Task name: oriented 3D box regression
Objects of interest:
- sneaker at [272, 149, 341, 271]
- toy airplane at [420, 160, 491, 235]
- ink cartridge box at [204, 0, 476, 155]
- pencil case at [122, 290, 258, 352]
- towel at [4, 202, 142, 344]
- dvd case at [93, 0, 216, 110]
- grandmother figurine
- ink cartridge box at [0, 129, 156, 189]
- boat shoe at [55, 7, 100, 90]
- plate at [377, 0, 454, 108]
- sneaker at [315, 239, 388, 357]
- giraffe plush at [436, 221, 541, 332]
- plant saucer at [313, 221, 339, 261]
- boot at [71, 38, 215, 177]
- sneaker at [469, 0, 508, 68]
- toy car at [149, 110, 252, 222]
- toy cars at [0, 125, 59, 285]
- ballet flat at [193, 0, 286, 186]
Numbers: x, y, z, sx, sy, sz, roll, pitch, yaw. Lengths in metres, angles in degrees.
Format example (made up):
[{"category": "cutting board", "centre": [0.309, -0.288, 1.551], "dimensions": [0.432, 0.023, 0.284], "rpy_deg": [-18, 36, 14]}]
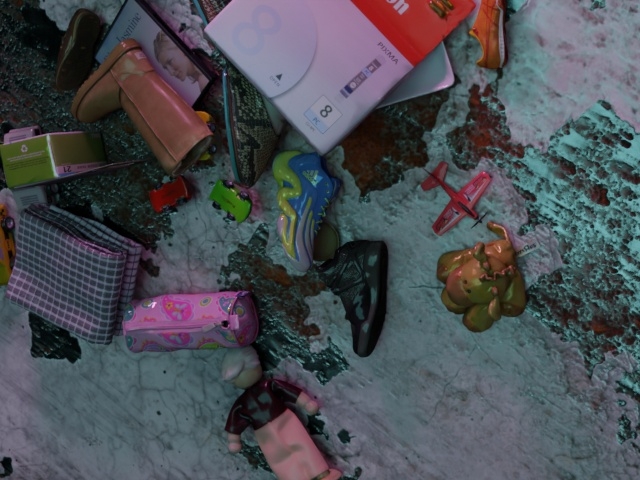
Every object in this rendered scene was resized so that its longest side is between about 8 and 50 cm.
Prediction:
[{"category": "sneaker", "centre": [-0.018, -0.064, 1.861], "dimensions": [0.126, 0.091, 0.240], "rpy_deg": [-12, 85, 18]}, {"category": "toy airplane", "centre": [0.245, -0.084, 1.798], "dimensions": [0.151, 0.028, 0.151], "rpy_deg": [3, 99, 20]}, {"category": "ink cartridge box", "centre": [0.037, -0.390, 1.706], "dimensions": [0.385, 0.091, 0.308], "rpy_deg": [-44, 90, 8]}, {"category": "pencil case", "centre": [-0.270, 0.170, 1.996], "dimensions": [0.284, 0.124, 0.124], "rpy_deg": [-4, 98, 23]}, {"category": "towel", "centre": [-0.533, 0.068, 2.055], "dimensions": [0.283, 0.121, 0.235], "rpy_deg": [23, 118, 17]}, {"category": "dvd case", "centre": [-0.340, -0.354, 1.961], "dimensions": [0.253, 0.022, 0.180], "rpy_deg": [47, 125, 8]}, {"category": "grandmother figurine", "centre": [-0.105, 0.370, 1.986], "dimensions": [0.207, 0.104, 0.343], "rpy_deg": [-29, 85, -4]}, {"category": "ink cartridge box", "centre": [-0.494, -0.180, 1.985], "dimensions": [0.255, 0.189, 0.097], "rpy_deg": [-11, 94, 21]}, {"category": "boat shoe", "centre": [-0.515, -0.402, 2.026], "dimensions": [0.060, 0.064, 0.178], "rpy_deg": [40, 113, 43]}, {"category": "plate", "centre": [0.081, -0.378, 1.783], "dimensions": [0.277, 0.045, 0.277], "rpy_deg": [-16, 94, 13]}, {"category": "sneaker", "centre": [0.060, 0.110, 1.877], "dimensions": [0.130, 0.087, 0.228], "rpy_deg": [4, 98, 23]}, {"category": "giraffe plush", "centre": [0.294, 0.074, 1.730], "dimensions": [0.181, 0.170, 0.210], "rpy_deg": [47, 112, 8]}, {"category": "plant saucer", "centre": [0.000, 0.000, 1.916], "dimensions": [0.083, 0.015, 0.084], "rpy_deg": [4, 100, 21]}, {"category": "boot", "centre": [-0.365, -0.234, 1.939], "dimensions": [0.270, 0.089, 0.236], "rpy_deg": [52, 124, 10]}, {"category": "sneaker", "centre": [0.295, -0.391, 1.703], "dimensions": [0.067, 0.064, 0.175], "rpy_deg": [1, 100, 18]}, {"category": "toy car", "centre": [-0.217, -0.114, 1.949], "dimensions": [0.225, 0.053, 0.239], "rpy_deg": [38, 111, 20]}, {"category": "toy cars", "centre": [-0.696, -0.068, 2.137], "dimensions": [0.176, 0.087, 0.394], "rpy_deg": [34, 110, 12]}, {"category": "ballet flat", "centre": [-0.130, -0.353, 1.839], "dimensions": [0.181, 0.164, 0.483], "rpy_deg": [-14, 92, 7]}]
